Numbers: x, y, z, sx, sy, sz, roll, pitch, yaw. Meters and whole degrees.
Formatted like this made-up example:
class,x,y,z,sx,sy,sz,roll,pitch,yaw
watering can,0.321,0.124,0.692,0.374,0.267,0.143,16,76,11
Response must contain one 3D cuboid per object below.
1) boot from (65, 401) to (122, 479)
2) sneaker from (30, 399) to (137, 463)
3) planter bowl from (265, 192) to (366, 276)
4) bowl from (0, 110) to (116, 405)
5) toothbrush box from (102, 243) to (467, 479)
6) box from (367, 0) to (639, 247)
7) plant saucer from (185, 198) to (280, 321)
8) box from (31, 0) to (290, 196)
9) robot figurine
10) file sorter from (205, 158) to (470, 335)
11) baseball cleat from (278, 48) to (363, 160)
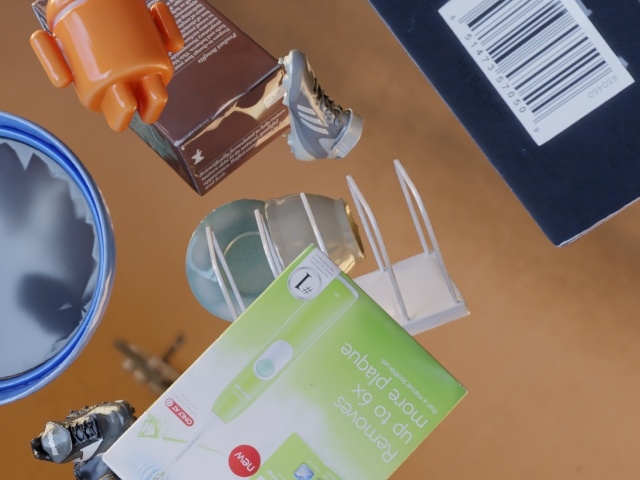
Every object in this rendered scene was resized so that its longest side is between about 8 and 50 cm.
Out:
class,x,y,z,sx,sy,sz,roll,pitch,yaw
boot,-0.338,0.370,2.420,0.094,0.207,0.246,4,170,-44
sneaker,-0.370,0.303,2.248,0.106,0.078,0.234,-7,168,-41
planter bowl,0.000,0.000,2.071,0.162,0.109,0.162,-20,-90,-84
bowl,-0.451,0.023,1.902,0.391,0.391,0.077,38,-175,9
toothbrush box,-0.034,0.178,1.392,0.206,0.283,0.122,44,171,5
box,0.255,-0.226,1.258,0.293,0.212,0.395,52,-144,-3
plant saucer,-0.108,0.034,2.231,0.195,0.195,0.037,38,175,-20
box,-0.225,-0.259,2.106,0.381,0.191,0.143,43,165,33
robot figurine,-0.263,-0.248,1.826,0.219,0.158,0.128,65,-168,13
file sorter,0.014,0.034,1.830,0.193,0.278,0.173,-111,1,-68
baseball cleat,0.002,-0.180,1.932,0.109,0.072,0.206,2,149,4
